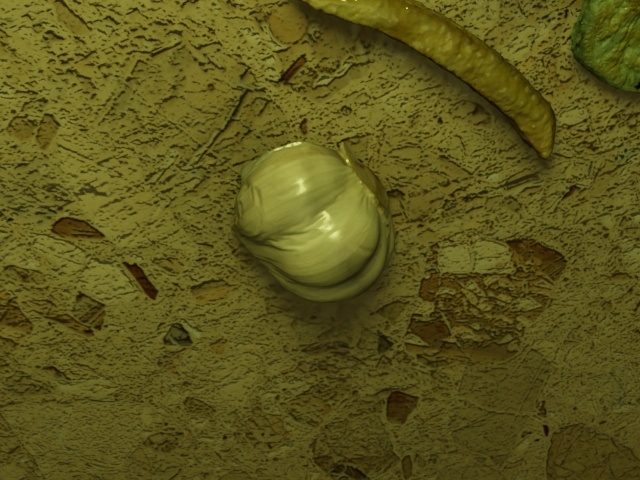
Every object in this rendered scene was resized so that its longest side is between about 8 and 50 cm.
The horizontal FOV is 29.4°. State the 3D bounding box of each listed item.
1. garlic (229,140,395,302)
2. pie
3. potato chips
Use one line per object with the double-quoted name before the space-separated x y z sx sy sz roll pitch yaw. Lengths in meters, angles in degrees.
"garlic" 0.000 0.000 1.425 0.178 0.143 0.229 -32 141 16
"pie" 0.362 -0.243 1.333 0.186 0.041 0.187 -6 135 -6
"potato chips" 0.135 -0.199 1.314 0.407 0.057 0.080 27 120 -33
